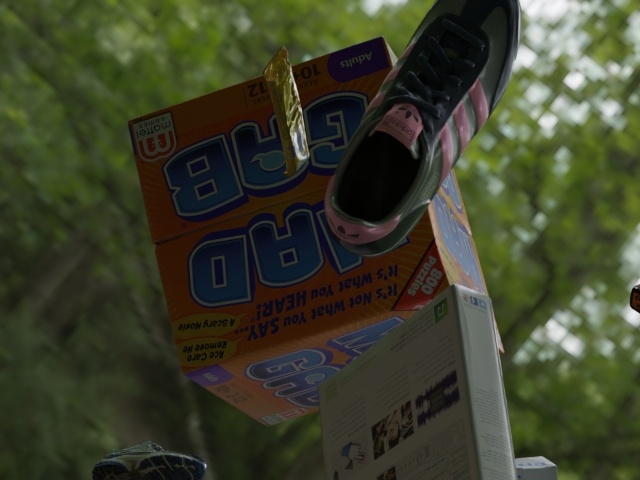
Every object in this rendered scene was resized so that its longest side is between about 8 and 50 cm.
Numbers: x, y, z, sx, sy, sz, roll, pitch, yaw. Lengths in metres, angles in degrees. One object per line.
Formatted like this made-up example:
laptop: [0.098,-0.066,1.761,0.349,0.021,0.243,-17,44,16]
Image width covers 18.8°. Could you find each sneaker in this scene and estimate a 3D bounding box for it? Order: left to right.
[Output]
sneaker: [-0.193,0.252,2.221,0.135,0.058,0.052,-2,-61,17]
sneaker: [0.105,-0.128,1.912,0.112,0.319,0.131,26,0,10]

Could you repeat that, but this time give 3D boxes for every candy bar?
candy bar: [-0.033,-0.123,1.921,0.018,0.040,0.161,20,-32,23]

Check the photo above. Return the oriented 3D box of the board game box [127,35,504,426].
board game box: [0.000,0.000,2.568,0.356,0.357,0.356,45,29,-67]

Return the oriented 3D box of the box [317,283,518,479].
box: [0.096,0.234,1.912,0.058,0.322,0.232,21,-42,-31]

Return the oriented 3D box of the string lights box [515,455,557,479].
string lights box: [0.191,0.369,2.079,0.133,0.259,0.077,-4,1,-5]

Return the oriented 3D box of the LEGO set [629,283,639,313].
LEGO set: [0.352,-0.039,1.698,0.182,0.244,0.060,20,10,-46]
